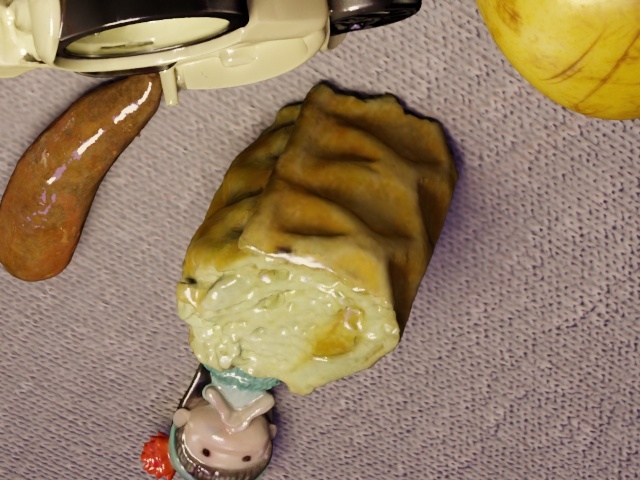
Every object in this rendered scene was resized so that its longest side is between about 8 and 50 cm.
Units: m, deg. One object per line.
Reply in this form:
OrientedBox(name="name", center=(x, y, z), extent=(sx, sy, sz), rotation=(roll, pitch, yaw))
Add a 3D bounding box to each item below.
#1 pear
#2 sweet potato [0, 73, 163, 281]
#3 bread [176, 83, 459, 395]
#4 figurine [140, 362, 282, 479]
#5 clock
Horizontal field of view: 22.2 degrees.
OrientedBox(name="pear", center=(0.252, -0.241, 1.342), extent=(0.281, 0.280, 0.280), rotation=(4, 123, 6))
OrientedBox(name="sweet potato", center=(-0.252, -0.064, 1.628), extent=(0.097, 0.097, 0.292), rotation=(30, 122, -11))
OrientedBox(name="bread", center=(-0.006, -0.002, 1.546), extent=(0.238, 0.252, 0.196), rotation=(-30, 118, 30))
OrientedBox(name="figurine", center=(-0.100, 0.161, 1.746), extent=(0.138, 0.110, 0.245), rotation=(18, 119, -1))
OrientedBox(name="clock", center=(-0.114, -0.199, 1.416), extent=(0.276, 0.379, 0.120), rotation=(-12, 85, 39))
